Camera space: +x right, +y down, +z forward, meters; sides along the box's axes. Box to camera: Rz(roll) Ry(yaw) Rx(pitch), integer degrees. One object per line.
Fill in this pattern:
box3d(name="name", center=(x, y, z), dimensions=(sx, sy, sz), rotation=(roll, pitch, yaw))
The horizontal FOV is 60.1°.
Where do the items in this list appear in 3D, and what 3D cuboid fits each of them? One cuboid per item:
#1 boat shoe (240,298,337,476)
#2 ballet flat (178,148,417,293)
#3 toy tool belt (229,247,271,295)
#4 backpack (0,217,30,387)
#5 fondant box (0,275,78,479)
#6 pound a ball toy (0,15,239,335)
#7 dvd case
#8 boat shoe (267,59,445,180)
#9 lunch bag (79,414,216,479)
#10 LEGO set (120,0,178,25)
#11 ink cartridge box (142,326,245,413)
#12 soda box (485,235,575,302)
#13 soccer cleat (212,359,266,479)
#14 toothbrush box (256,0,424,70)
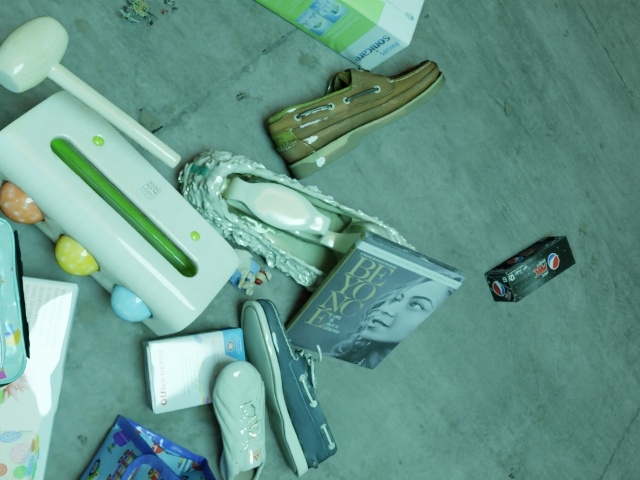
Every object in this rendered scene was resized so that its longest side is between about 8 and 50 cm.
box3d(name="boat shoe", center=(-0.038, 0.192, 0.749), dimensions=(0.079, 0.095, 0.255), rotation=(-20, 96, -25))
box3d(name="ballet flat", center=(0.000, 0.000, 0.765), dimensions=(0.408, 0.147, 0.147), rotation=(24, 76, -24))
box3d(name="toy tool belt", center=(-0.107, 0.050, 0.749), dimensions=(0.083, 0.052, 0.051), rotation=(49, 54, -45))
box3d(name="backpack", center=(-0.360, 0.062, 0.471), dimensions=(0.188, 0.144, 0.166), rotation=(-5, 92, -24))
box3d(name="fondant box", center=(-0.440, 0.138, 0.553), dimensions=(0.330, 0.096, 0.239), rotation=(11, 80, -25))
box3d(name="pound a ball toy", center=(-0.238, -0.040, 0.597), dimensions=(0.319, 0.208, 0.136), rotation=(47, 57, -17))
box3d(name="dvd case", center=(0.068, 0.093, 0.765), dimensions=(0.164, 0.221, 0.018), rotation=(22, 34, -23))
box3d(name="boat shoe", center=(0.061, -0.211, 0.823), dimensions=(0.307, 0.110, 0.105), rotation=(-37, 103, -24))
box3d(name="lunch bag", center=(-0.188, 0.333, 0.551), dimensions=(0.138, 0.293, 0.221), rotation=(36, 71, -20))
box3d(name="LEGO set", center=(-0.232, -0.310, 0.738), dimensions=(0.083, 0.023, 0.054), rotation=(-12, 93, -40))
box3d(name="ink cartridge box", center=(-0.162, 0.164, 0.713), dimensions=(0.122, 0.052, 0.089), rotation=(-4, 87, -28))
box3d(name="soda box", center=(0.377, 0.050, 0.991), dimensions=(0.168, 0.053, 0.060), rotation=(-25, 98, -25))
box3d(name="soccer cleat", center=(-0.095, 0.239, 0.688), dimensions=(0.068, 0.076, 0.196), rotation=(-9, 119, -25))
box3d(name="toothbrush box", center=(0.018, -0.422, 0.813), dimensions=(0.283, 0.122, 0.206), rotation=(24, 75, -22))
